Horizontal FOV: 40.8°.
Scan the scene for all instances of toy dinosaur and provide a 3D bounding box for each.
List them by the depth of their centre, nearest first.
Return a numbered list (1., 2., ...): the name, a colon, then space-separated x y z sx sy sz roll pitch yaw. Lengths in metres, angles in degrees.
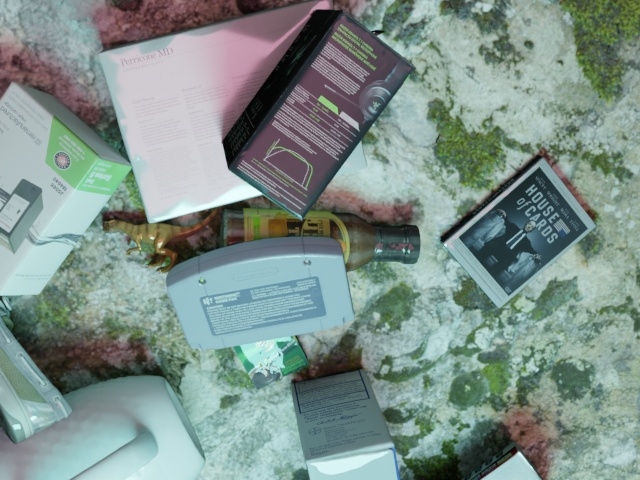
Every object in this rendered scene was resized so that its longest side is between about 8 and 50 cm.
1. toy dinosaur: -0.266 -0.006 1.472 0.211 0.064 0.112 -3 106 -8

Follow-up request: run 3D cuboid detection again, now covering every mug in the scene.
1. mug: -0.370 0.378 1.412 0.328 0.374 0.276 -28 88 -9

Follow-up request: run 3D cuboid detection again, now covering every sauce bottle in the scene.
1. sauce bottle: 0.000 0.000 1.489 0.344 0.111 0.111 0 106 -9

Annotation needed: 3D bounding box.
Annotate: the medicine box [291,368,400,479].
1. medicine box: 0.052 0.414 1.526 0.149 0.289 0.263 -11 108 -3

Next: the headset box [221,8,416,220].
1. headset box: -0.010 -0.202 1.259 0.131 0.246 0.283 34 97 -16

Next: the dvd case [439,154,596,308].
1. dvd case: 0.364 -0.013 1.582 0.239 0.029 0.179 -41 108 5

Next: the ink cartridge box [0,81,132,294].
1. ink cartridge box: -0.465 -0.076 1.356 0.198 0.115 0.273 40 98 13

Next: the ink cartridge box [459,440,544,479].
1. ink cartridge box: 0.290 0.532 1.657 0.309 0.272 0.130 -37 78 3

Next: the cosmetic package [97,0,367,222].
1. cosmetic package: -0.137 -0.216 1.411 0.377 0.097 0.284 -14 110 -4

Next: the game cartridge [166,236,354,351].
1. game cartridge: -0.098 0.087 1.443 0.294 0.060 0.196 -10 135 1

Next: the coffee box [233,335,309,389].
1. coffee box: -0.109 0.169 1.559 0.113 0.040 0.184 -25 108 1

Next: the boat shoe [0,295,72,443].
1. boat shoe: -0.516 0.178 1.402 0.103 0.320 0.118 -22 147 -28
